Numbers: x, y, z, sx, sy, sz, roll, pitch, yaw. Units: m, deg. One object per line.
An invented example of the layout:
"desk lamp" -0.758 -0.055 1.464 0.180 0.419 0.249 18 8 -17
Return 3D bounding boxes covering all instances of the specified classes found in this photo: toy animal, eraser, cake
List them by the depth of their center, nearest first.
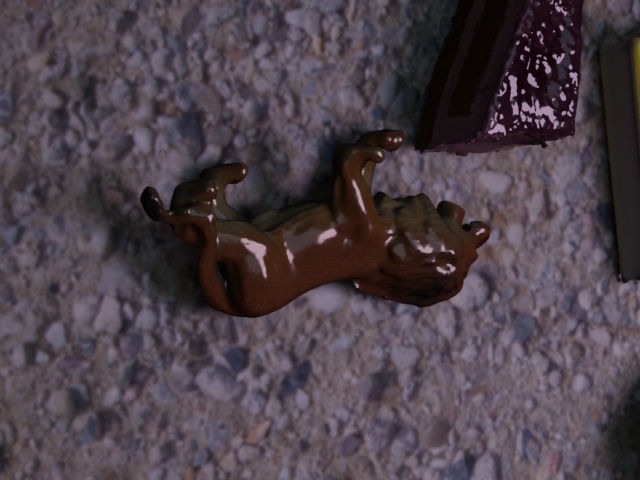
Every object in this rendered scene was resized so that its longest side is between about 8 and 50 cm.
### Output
"toy animal" 0.000 0.000 1.497 0.312 0.097 0.157 -14 99 -24
"cake" 0.182 -0.201 1.584 0.113 0.116 0.295 18 82 -27
"eraser" 0.343 -0.081 1.675 0.158 0.069 0.226 -5 89 -23
